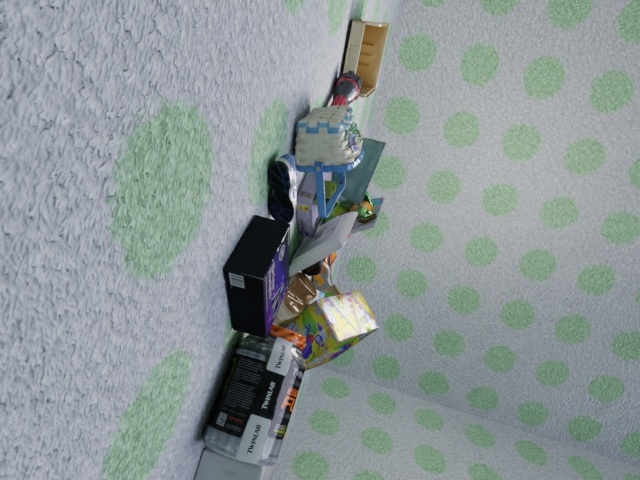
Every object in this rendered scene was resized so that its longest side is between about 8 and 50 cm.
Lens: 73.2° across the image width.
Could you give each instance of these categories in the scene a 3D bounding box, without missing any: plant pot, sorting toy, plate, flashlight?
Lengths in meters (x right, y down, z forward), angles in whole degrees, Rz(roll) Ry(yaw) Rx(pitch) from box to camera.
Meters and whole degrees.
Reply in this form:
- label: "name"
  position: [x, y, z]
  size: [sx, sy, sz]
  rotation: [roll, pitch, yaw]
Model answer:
- label: "plant pot"
  position: [0.024, -0.160, 1.471]
  size: [0.083, 0.083, 0.079]
  rotation: [87, 7, -65]
- label: "sorting toy"
  position: [-0.006, 0.295, 1.991]
  size: [0.229, 0.307, 0.041]
  rotation: [-29, 146, -7]
- label: "plate"
  position: [0.000, 0.000, 1.656]
  size: [0.278, 0.045, 0.277]
  rotation: [-29, -162, 31]
- label: "plant pot"
  position: [0.135, -0.318, 1.860]
  size: [0.293, 0.196, 0.293]
  rotation: [22, 90, -88]
- label: "flashlight"
  position: [0.066, -0.478, 1.519]
  size: [0.103, 0.103, 0.304]
  rotation: [61, 38, -39]

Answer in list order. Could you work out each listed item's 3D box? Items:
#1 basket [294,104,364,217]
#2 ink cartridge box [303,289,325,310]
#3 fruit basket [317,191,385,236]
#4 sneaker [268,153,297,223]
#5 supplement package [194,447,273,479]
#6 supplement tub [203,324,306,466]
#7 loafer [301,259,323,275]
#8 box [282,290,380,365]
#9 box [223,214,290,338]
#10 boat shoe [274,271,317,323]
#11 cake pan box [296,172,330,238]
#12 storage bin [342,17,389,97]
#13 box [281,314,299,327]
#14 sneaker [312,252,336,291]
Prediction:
- label: "basket"
  position: [0.028, -0.244, 1.307]
  size: [0.255, 0.200, 0.289]
  rotation: [-65, 158, -54]
- label: "ink cartridge box"
  position: [-0.071, 0.248, 1.811]
  size: [0.090, 0.143, 0.092]
  rotation: [-59, -176, 39]
- label: "fruit basket"
  position: [0.123, -0.106, 1.999]
  size: [0.166, 0.326, 0.353]
  rotation: [68, 26, -16]
- label: "sneaker"
  position: [-0.090, -0.133, 1.145]
  size: [0.081, 0.080, 0.211]
  rotation: [-62, 167, -44]
- label: "supplement package"
  position: [-0.239, 0.683, 1.281]
  size: [0.293, 0.177, 0.176]
  rotation: [43, 62, -80]
- label: "supplement tub"
  position: [-0.165, 0.409, 1.179]
  size: [0.207, 0.207, 0.338]
  rotation: [85, 22, -68]
- label: "loafer"
  position: [-0.045, 0.096, 1.716]
  size: [0.220, 0.078, 0.080]
  rotation: [138, -30, -65]
- label: "box"
  position: [0.021, 0.357, 1.685]
  size: [0.279, 0.177, 0.290]
  rotation: [-3, 146, -50]
- label: "box"
  position: [-0.151, 0.096, 1.090]
  size: [0.261, 0.103, 0.184]
  rotation: [96, 10, -48]
- label: "boat shoe"
  position: [-0.106, 0.212, 1.630]
  size: [0.110, 0.122, 0.341]
  rotation: [-39, 179, 16]
- label: "cake pan box"
  position: [-0.018, -0.179, 1.605]
  size: [0.246, 0.070, 0.267]
  rotation: [92, 15, -65]
- label: "storage bin"
  position: [0.172, -0.722, 1.697]
  size: [0.260, 0.123, 0.263]
  rotation: [-61, 165, -60]
- label: "box"
  position: [-0.110, 0.349, 1.882]
  size: [0.232, 0.087, 0.058]
  rotation: [-65, 165, -45]
- label: "sneaker"
  position: [0.034, 0.162, 2.373]
  size: [0.321, 0.124, 0.180]
  rotation: [95, 14, -50]
